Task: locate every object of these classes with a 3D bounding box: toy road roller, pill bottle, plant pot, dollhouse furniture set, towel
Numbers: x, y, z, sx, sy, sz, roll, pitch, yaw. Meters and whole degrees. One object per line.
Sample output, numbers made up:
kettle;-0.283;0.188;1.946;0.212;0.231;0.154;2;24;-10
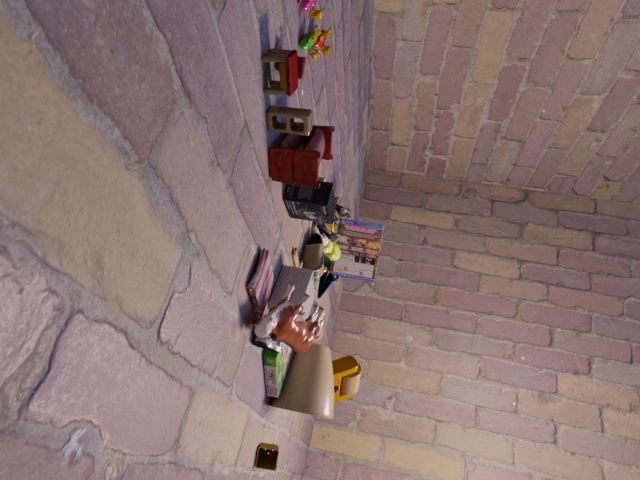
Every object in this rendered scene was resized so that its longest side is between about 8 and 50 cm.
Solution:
toy road roller;0.006;0.626;2.172;0.240;0.330;0.202;-127;-146;-50
pill bottle;-0.048;0.365;2.109;0.221;0.121;0.121;87;15;-52
plant pot;-0.202;0.828;1.786;0.083;0.081;0.081;115;-15;-88
plant pot;-0.050;0.567;1.900;0.256;0.257;0.274;75;25;-68
dollhouse furniture set;-0.051;-0.358;1.307;0.201;0.152;0.374;-70;165;-49
towel;-0.180;0.133;1.411;0.197;0.029;0.144;90;13;-55

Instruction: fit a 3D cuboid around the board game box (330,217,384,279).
board game box;0.195;0.052;2.405;0.141;0.232;0.291;55;46;-78

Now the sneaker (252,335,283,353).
sneaker;-0.161;0.326;1.537;0.211;0.080;0.081;73;29;-70

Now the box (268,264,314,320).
box;-0.100;0.217;1.672;0.182;0.119;0.181;89;14;-45

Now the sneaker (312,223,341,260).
sneaker;0.000;0.000;2.201;0.091;0.126;0.240;-45;126;-24

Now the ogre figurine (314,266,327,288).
ogre figurine;-0.026;0.132;2.125;0.197;0.097;0.118;-65;-173;-6

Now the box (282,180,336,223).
box;-0.034;-0.137;1.600;0.156;0.158;0.093;73;28;-68

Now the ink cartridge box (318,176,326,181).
ink cartridge box;-0.021;-0.236;1.904;0.171;0.056;0.235;-61;160;-61

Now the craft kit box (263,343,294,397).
craft kit box;-0.152;0.424;1.767;0.250;0.061;0.246;-70;163;-49

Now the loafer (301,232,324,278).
loafer;-0.034;0.061;1.992;0.268;0.102;0.092;-89;172;-55

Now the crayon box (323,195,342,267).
crayon box;0.046;-0.052;2.371;0.203;0.083;0.322;-66;163;-57

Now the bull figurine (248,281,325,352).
bull figurine;-0.094;0.252;1.453;0.188;0.101;0.310;-54;145;-11

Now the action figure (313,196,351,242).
action figure;0.049;-0.086;1.920;0.164;0.141;0.275;-56;177;-7

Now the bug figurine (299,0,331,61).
bug figurine;-0.012;-0.708;1.451;0.279;0.072;0.216;96;15;-46

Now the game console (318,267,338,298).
game console;0.034;0.145;2.660;0.250;0.173;0.293;62;22;-17

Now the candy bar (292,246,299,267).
candy bar;-0.098;0.083;1.858;0.161;0.018;0.040;86;16;-55
